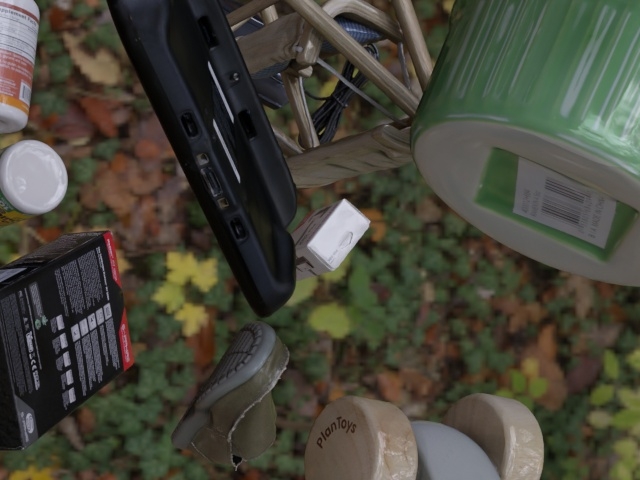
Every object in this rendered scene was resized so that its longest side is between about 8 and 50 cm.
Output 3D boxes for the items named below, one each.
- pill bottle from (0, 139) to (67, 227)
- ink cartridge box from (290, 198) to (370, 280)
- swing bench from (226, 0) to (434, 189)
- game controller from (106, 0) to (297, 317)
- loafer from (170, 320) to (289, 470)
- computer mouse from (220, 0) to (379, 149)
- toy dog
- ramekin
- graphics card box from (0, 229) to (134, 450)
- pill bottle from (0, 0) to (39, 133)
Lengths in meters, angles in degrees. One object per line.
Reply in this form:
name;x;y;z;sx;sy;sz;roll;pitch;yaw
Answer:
pill bottle;-0.502;-0.083;2.072;0.117;0.208;0.118;11;74;-41
ink cartridge box;0.000;0.000;1.914;0.056;0.135;0.099;43;67;-12
swing bench;0.009;-0.169;1.365;0.165;0.253;0.255;-43;106;-30
game controller;-0.084;-0.092;0.927;0.166;0.067;0.319;-88;161;-46
loafer;-0.073;0.158;1.278;0.087;0.251;0.094;32;60;-3
computer mouse;-0.052;-0.261;1.739;0.184;0.262;0.060;-51;169;15
toy dog;0.075;0.249;0.839;0.220;0.161;0.334;23;39;-18
ramekin;0.223;-0.088;1.103;0.303;0.303;0.148;47;64;-47
graphics card box;-0.407;0.139;1.942;0.371;0.094;0.233;-44;128;-69
pill bottle;-0.430;-0.256;1.695;0.121;0.121;0.216;22;69;-56
